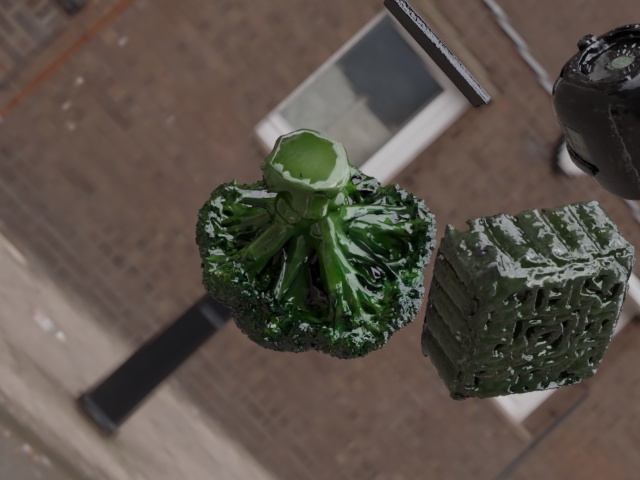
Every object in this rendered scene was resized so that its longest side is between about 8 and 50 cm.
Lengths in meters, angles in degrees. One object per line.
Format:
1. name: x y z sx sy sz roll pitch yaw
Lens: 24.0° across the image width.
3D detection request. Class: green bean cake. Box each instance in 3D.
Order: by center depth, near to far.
1. green bean cake: 0.197 0.061 1.417 0.094 0.181 0.173 -119 -149 -46

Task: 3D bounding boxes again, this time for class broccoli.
1. broccoli: 0.000 0.000 1.774 0.297 0.297 0.297 47 -23 20

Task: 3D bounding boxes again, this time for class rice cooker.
1. rice cooker: 0.509 -0.215 2.432 0.224 0.267 0.267 59 -7 -32

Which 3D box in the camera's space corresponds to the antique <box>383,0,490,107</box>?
1. antique: 0.153 -0.247 1.960 0.192 0.015 0.031 46 -22 -19
